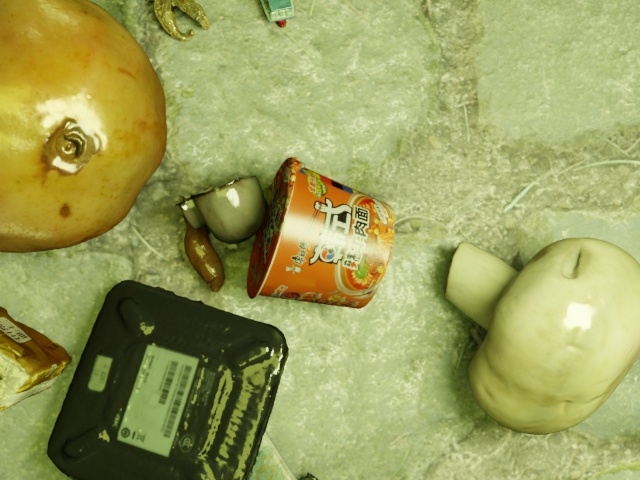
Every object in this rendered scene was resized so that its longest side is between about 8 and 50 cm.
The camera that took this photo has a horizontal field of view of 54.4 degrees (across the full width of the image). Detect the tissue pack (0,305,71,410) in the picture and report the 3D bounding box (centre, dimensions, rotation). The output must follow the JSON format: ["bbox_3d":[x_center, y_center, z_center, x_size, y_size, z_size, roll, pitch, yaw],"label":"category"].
[{"bbox_3d":[-0.520,0.180,0.996,0.183,0.226,0.092,38,84,-2],"label":"tissue pack"}]

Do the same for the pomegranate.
[{"bbox_3d":[-0.445,-0.176,0.970,0.412,0.411,0.410,0,86,-6],"label":"pomegranate"}]

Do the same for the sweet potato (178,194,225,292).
[{"bbox_3d":[-0.221,0.004,1.131,0.057,0.056,0.194,-19,83,-7],"label":"sweet potato"}]

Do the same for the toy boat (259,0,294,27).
[{"bbox_3d":[-0.092,-0.493,1.172,0.069,0.059,0.172,-14,88,-7],"label":"toy boat"}]

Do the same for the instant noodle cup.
[{"bbox_3d":[0.000,0.000,1.069,0.192,0.250,0.250,15,85,-14],"label":"instant noodle cup"}]

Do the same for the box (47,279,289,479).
[{"bbox_3d":[-0.256,0.273,1.058,0.351,0.091,0.358,15,80,9],"label":"box"}]

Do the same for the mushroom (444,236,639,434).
[{"bbox_3d":[0.377,0.162,1.059,0.354,0.353,0.324,14,69,-5],"label":"mushroom"}]

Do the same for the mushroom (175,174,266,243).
[{"bbox_3d":[-0.157,-0.051,1.072,0.141,0.188,0.117,-32,94,-6],"label":"mushroom"}]

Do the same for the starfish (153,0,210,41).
[{"bbox_3d":[-0.282,-0.475,1.154,0.150,0.053,0.209,-17,87,-12],"label":"starfish"}]

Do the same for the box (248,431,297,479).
[{"bbox_3d":[-0.114,0.433,1.074,0.142,0.044,0.285,-36,70,-6],"label":"box"}]

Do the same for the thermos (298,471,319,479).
[{"bbox_3d":[-0.068,0.498,1.109,0.073,0.083,0.187,43,81,-28],"label":"thermos"}]
